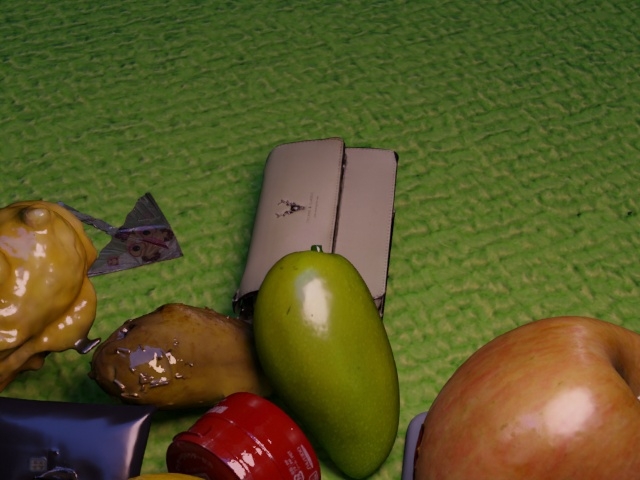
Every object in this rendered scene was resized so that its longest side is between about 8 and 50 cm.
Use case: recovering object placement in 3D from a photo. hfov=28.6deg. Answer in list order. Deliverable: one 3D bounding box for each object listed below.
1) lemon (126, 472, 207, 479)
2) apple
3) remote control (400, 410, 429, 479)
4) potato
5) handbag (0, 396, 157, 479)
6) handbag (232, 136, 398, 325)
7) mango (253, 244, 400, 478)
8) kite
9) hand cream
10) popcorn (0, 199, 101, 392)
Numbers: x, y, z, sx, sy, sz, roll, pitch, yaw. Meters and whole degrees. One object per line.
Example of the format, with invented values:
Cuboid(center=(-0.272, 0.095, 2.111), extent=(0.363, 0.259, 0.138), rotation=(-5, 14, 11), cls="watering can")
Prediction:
Cuboid(center=(-0.203, 0.407, 1.577), extent=(0.219, 0.240, 0.240), rotation=(8, 38, 38), cls="lemon")
Cuboid(center=(0.326, 0.291, 1.664), extent=(0.391, 0.346, 0.391), rotation=(22, 33, -15), cls="apple")
Cuboid(center=(0.159, 0.348, 1.811), extent=(0.087, 0.047, 0.244), rotation=(11, 46, -1), cls="remote control")
Cuboid(center=(-0.195, 0.173, 1.839), extent=(0.300, 0.140, 0.173), rotation=(1, 41, -36), cls="potato")
Cuboid(center=(-0.361, 0.320, 1.714), extent=(0.254, 0.088, 0.211), rotation=(4, 72, 0), cls="handbag")
Cuboid(center=(0.000, 0.000, 2.065), extent=(0.237, 0.160, 0.358), rotation=(3, 44, 6), cls="handbag")
Cuboid(center=(0.014, 0.180, 1.815), extent=(0.192, 0.156, 0.343), rotation=(-21, 91, -23), cls="mango")
Cuboid(center=(-0.347, -0.015, 2.136), extent=(0.250, 0.012, 0.229), rotation=(20, 45, 14), cls="kite")
Cuboid(center=(-0.104, 0.313, 1.710), extent=(0.193, 0.193, 0.125), rotation=(33, 48, 24), cls="hand cream")
Cuboid(center=(-0.439, 0.083, 1.811), extent=(0.281, 0.316, 0.297), rotation=(33, 62, 11), cls="popcorn")
